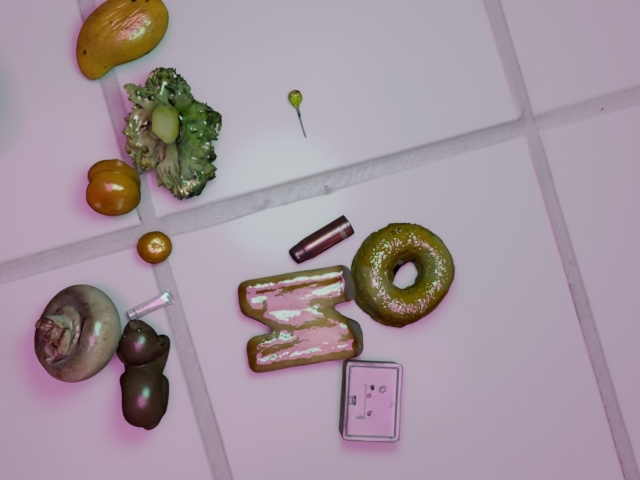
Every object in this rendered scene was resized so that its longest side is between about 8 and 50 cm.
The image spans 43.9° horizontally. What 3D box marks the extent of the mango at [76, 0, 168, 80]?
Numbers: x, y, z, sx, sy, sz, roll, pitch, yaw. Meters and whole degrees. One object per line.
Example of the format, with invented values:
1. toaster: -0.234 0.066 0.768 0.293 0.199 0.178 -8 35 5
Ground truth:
1. mango: -0.481 -0.497 1.903 0.262 0.109 0.157 -41 97 -5

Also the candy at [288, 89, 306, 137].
1. candy: -0.053 -0.317 1.986 0.035 0.035 0.122 -14 97 -4

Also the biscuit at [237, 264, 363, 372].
1. biscuit: -0.049 0.193 1.948 0.291 0.062 0.236 -10 90 -7

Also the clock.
1. clock: 0.125 0.394 1.955 0.147 0.071 0.191 3 87 -6

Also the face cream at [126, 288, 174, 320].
1. face cream: -0.413 0.158 1.930 0.115 0.020 0.038 -26 90 -10

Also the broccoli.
1. broccoli: -0.355 -0.248 1.840 0.288 0.245 0.248 44 93 2

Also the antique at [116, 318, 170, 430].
1. antique: -0.419 0.314 1.864 0.121 0.143 0.256 0 85 -5

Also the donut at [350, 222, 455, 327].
1. donut: 0.211 0.082 1.961 0.272 0.107 0.271 0 87 -8

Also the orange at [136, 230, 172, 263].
1. orange: -0.400 0.017 1.911 0.083 0.070 0.083 3 79 -15

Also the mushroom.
1. mushroom: -0.567 0.210 1.816 0.178 0.227 0.226 19 84 -47

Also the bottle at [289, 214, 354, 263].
1. bottle: 0.000 0.000 1.965 0.164 0.060 0.060 -31 91 -6

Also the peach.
1. peach: -0.489 -0.123 1.878 0.138 0.138 0.138 0 88 -6
